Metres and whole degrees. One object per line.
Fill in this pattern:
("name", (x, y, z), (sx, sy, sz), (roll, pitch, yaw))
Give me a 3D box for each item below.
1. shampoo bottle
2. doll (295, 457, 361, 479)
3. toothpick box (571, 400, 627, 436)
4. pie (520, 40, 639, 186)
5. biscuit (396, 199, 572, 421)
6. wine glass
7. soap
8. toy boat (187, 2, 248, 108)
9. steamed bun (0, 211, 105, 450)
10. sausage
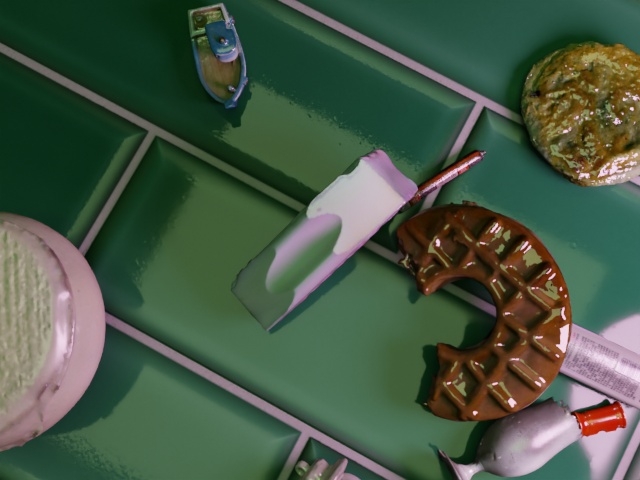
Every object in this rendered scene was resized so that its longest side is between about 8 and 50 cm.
("shampoo bottle", (0.462, 0.204, 1.312), (0.227, 0.056, 0.086), (25, 88, 4))
("doll", (0.076, 0.452, 1.240), (0.293, 0.138, 0.119), (38, 55, 6))
("toothpick box", (0.466, 0.302, 1.303), (0.083, 0.047, 0.047), (-14, 81, -1))
("pie", (0.492, -0.230, 1.371), (0.276, 0.078, 0.277), (0, 80, -2))
("biscuit", (0.271, 0.109, 1.269), (0.268, 0.115, 0.367), (-13, 85, 21))
("wine glass", (0.311, 0.339, 1.272), (0.222, 0.103, 0.103), (-27, 82, -5))
("soap", (0.000, 0.000, 1.278), (0.324, 0.193, 0.109), (-43, 87, 21))
("toy boat", (-0.184, -0.334, 1.376), (0.088, 0.102, 0.215), (-14, 82, 0))
("steamed bun", (-0.517, 0.142, 1.228), (0.374, 0.241, 0.375), (-1, 83, 5))
("sausage", (0.212, -0.107, 1.378), (0.198, 0.025, 0.028), (-34, 114, -4))
